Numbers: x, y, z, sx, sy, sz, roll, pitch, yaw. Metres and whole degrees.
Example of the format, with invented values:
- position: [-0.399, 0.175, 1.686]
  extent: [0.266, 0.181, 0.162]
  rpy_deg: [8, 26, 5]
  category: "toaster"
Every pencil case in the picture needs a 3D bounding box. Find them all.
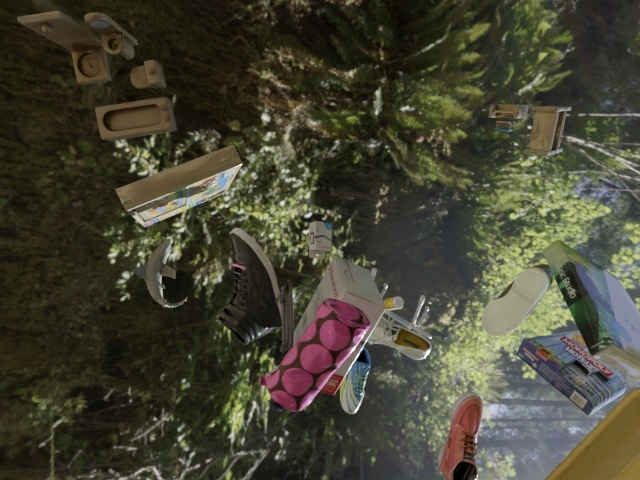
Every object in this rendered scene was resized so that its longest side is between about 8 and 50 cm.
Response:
- position: [-0.011, 0.190, 0.696]
  extent: [0.209, 0.098, 0.095]
  rpy_deg: [-54, -173, 12]
  category: "pencil case"

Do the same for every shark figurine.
- position: [-0.557, 0.132, 1.357]
  extent: [0.166, 0.116, 0.279]
  rpy_deg: [-33, -124, 15]
  category: "shark figurine"

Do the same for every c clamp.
- position: [-0.065, 0.149, 0.789]
  extent: [0.137, 0.022, 0.161]
  rpy_deg: [112, -22, -48]
  category: "c clamp"

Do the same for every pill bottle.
- position: [0.253, 0.223, 1.449]
  extent: [0.083, 0.043, 0.044]
  rpy_deg: [-28, -126, 58]
  category: "pill bottle"

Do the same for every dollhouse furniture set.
- position: [-0.315, -0.236, 0.603]
  extent: [0.123, 0.143, 0.152]
  rpy_deg: [-97, 178, -83]
  category: "dollhouse furniture set"
- position: [0.610, -0.332, 1.211]
  extent: [0.183, 0.128, 0.130]
  rpy_deg: [21, -62, 43]
  category: "dollhouse furniture set"

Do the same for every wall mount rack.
- position: [0.296, 0.238, 1.598]
  extent: [0.349, 0.304, 0.131]
  rpy_deg: [28, -94, 24]
  category: "wall mount rack"

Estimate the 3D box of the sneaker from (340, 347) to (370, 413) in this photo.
- position: [0.128, 0.502, 1.499]
  extent: [0.126, 0.091, 0.241]
  rpy_deg: [98, 4, -62]
  category: "sneaker"

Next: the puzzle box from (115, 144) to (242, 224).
- position: [-0.361, -0.127, 1.071]
  extent: [0.052, 0.271, 0.409]
  rpy_deg: [66, -17, -5]
  category: "puzzle box"

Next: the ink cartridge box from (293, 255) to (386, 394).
- position: [0.035, 0.205, 1.026]
  extent: [0.197, 0.114, 0.273]
  rpy_deg: [-103, -143, -67]
  category: "ink cartridge box"

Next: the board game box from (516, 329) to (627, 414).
- position: [0.621, 0.293, 0.989]
  extent: [0.194, 0.193, 0.060]
  rpy_deg: [45, -41, 46]
  category: "board game box"

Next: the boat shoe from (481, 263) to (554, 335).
- position: [0.619, 0.191, 1.289]
  extent: [0.109, 0.091, 0.305]
  rpy_deg: [48, -42, 28]
  category: "boat shoe"

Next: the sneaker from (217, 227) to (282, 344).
- position: [-0.185, 0.124, 0.979]
  extent: [0.104, 0.146, 0.296]
  rpy_deg: [14, -51, 47]
  category: "sneaker"

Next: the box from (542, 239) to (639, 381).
- position: [0.664, 0.163, 0.953]
  extent: [0.058, 0.232, 0.322]
  rpy_deg: [-51, -160, 35]
  category: "box"

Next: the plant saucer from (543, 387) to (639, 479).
- position: [0.482, 0.435, 0.550]
  extent: [0.333, 0.080, 0.333]
  rpy_deg: [-52, -154, 8]
  category: "plant saucer"

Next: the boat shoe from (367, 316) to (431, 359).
- position: [0.317, 0.410, 1.812]
  extent: [0.136, 0.366, 0.157]
  rpy_deg: [-59, 169, -28]
  category: "boat shoe"

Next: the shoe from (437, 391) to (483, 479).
- position: [0.282, 0.391, 0.793]
  extent: [0.081, 0.063, 0.178]
  rpy_deg: [-102, -150, -82]
  category: "shoe"

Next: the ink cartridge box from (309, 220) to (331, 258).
- position: [0.000, 0.000, 0.961]
  extent: [0.028, 0.048, 0.084]
  rpy_deg: [-11, -104, 53]
  category: "ink cartridge box"
